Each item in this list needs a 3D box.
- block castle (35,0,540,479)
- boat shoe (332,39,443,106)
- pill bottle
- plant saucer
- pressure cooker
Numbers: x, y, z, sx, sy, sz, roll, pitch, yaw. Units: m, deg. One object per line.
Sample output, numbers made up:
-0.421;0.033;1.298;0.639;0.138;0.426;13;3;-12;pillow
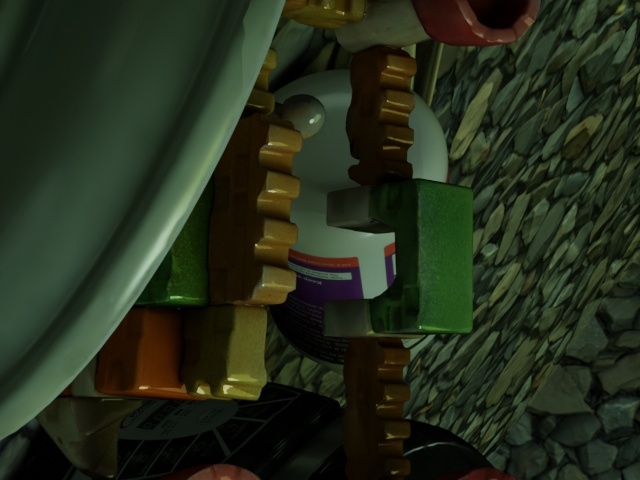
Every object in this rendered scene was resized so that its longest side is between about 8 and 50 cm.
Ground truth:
0.000;0.000;1.015;0.303;0.213;0.453;7;81;-37;block castle
0.097;-0.235;1.387;0.105;0.089;0.285;-26;141;-50;boat shoe
0.030;0.002;1.438;0.181;0.181;0.323;-48;156;-21;pill bottle
-0.157;-0.091;0.839;0.101;0.400;0.400;27;96;-26;plant saucer
-0.080;0.313;1.353;0.370;0.420;0.375;32;69;-47;pressure cooker
